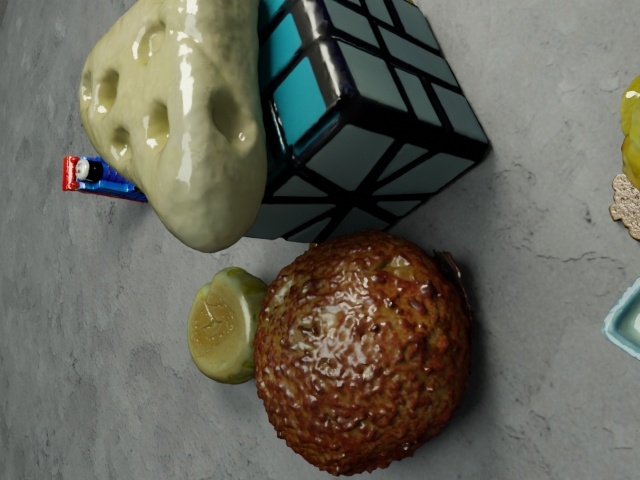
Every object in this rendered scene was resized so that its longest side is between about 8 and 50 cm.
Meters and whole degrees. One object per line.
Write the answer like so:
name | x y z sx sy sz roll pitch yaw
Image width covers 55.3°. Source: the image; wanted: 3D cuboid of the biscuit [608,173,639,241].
biscuit | 0.354 -0.046 0.654 0.092 0.016 0.082 -33 57 38

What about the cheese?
cheese | -0.200 -0.134 0.761 0.328 0.130 0.351 -17 71 42

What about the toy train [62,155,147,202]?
toy train | -0.479 -0.146 1.420 0.131 0.204 0.082 -11 77 41

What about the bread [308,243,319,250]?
bread | 0.000 0.000 1.011 0.047 0.036 0.083 1 84 50

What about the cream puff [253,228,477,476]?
cream puff | 0.032 0.146 0.821 0.350 0.229 0.350 -10 77 48

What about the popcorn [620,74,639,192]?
popcorn | 0.383 -0.141 0.499 0.252 0.215 0.286 29 102 51

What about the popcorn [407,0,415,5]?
popcorn | 0.103 -0.358 0.934 0.083 0.059 0.068 2 86 38

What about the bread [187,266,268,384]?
bread | -0.152 0.157 1.101 0.213 0.105 0.213 -8 79 42

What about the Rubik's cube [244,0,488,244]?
Rubik's cube | 0.008 -0.177 0.848 0.288 0.294 0.283 -38 61 39

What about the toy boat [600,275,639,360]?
toy boat | 0.406 0.052 0.502 0.332 0.133 0.145 -17 73 45
